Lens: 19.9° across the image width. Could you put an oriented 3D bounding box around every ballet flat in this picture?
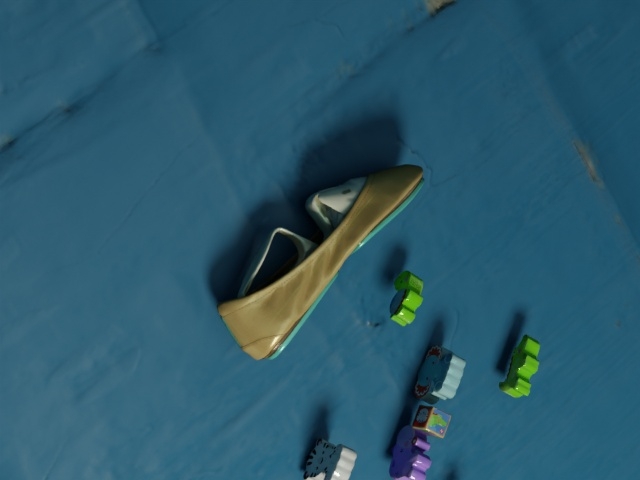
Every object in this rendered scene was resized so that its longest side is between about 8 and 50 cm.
[{"bbox_3d":[0.000,0.000,1.570,0.073,0.080,0.232,44,69,-8],"label":"ballet flat"}]

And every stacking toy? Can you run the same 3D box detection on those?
[{"bbox_3d":[0.095,0.157,1.645,0.167,0.052,0.221,31,74,-29],"label":"stacking toy"}]
